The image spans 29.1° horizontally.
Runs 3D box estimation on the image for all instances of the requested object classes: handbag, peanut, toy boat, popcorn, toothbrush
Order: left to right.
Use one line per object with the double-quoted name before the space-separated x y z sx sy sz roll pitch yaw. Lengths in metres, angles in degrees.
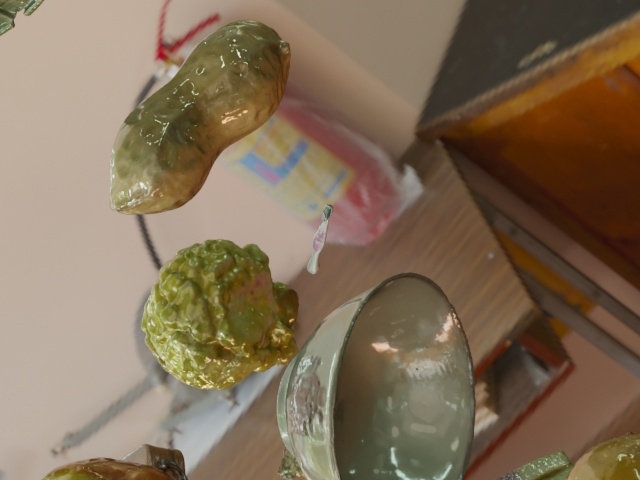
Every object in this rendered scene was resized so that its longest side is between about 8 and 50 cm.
"toy boat" -0.389 -0.315 1.529 0.293 0.093 0.055 -12 59 59
"handbag" -0.258 0.408 1.862 0.151 0.072 0.193 -44 40 37
"peanut" -0.115 -0.119 1.171 0.263 0.101 0.117 -49 9 -30
"popcorn" -0.162 0.121 1.944 0.212 0.259 0.259 -6 50 40
"toothbrush" 0.000 0.000 1.684 0.022 0.017 0.204 -55 -9 -24

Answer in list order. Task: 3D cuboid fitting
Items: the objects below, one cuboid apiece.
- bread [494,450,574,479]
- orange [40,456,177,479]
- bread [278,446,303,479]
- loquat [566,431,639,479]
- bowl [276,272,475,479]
"bread" 0.330 0.519 2.162 0.338 0.155 0.187 -25 49 -11
"orange" -0.220 0.346 1.282 0.240 0.240 0.240 -44 24 26
"bread" -0.006 0.289 1.760 0.054 0.136 0.154 14 65 20
"loquat" 0.463 0.410 1.721 0.276 0.276 0.284 -17 64 57
"bowl" 0.050 0.208 1.541 0.157 0.337 0.337 -1 53 35
